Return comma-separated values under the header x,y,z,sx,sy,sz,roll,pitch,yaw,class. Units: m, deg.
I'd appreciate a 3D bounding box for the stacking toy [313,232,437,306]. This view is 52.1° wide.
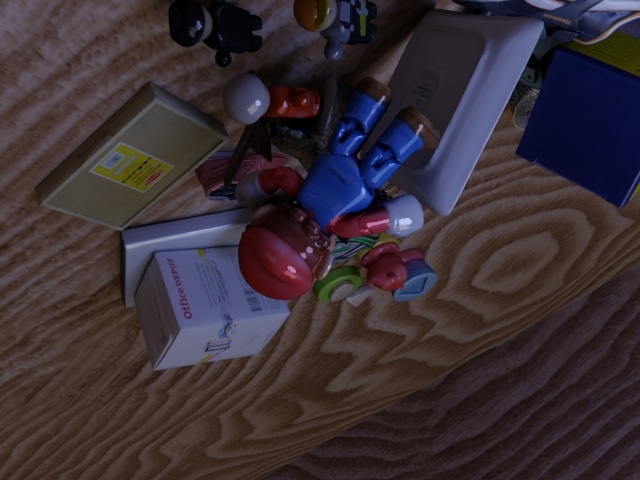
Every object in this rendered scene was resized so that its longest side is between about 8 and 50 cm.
x,y,z,sx,sy,sz,roll,pitch,yaw,class
0.153,0.126,1.714,0.279,0.130,0.309,-37,149,20,stacking toy

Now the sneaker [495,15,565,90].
x,y,z,sx,sy,sz,roll,pitch,yaw,class
0.327,-0.282,1.144,0.094,0.151,0.256,-16,152,-21,sneaker

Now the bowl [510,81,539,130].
x,y,z,sx,sy,sz,roll,pitch,yaw,class
0.430,-0.301,1.269,0.170,0.080,0.170,-19,152,-11,bowl

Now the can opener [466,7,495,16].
x,y,z,sx,sy,sz,roll,pitch,yaw,class
0.245,-0.349,1.061,0.073,0.059,0.186,3,141,-41,can opener

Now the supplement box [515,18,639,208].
x,y,z,sx,sy,sz,roll,pitch,yaw,class
0.520,-0.240,1.101,0.356,0.194,0.195,-33,147,-38,supplement box

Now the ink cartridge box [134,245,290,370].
x,y,z,sx,sy,sz,roll,pitch,yaw,class
-0.217,0.128,1.278,0.232,0.171,0.168,-3,145,-35,ink cartridge box

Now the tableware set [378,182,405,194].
x,y,z,sx,sy,sz,roll,pitch,yaw,class
0.184,-0.125,1.410,0.194,0.039,0.128,-10,148,-27,tableware set

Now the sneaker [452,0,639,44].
x,y,z,sx,sy,sz,roll,pitch,yaw,class
0.342,-0.349,0.946,0.321,0.126,0.127,1,135,17,sneaker

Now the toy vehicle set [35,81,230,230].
x,y,z,sx,sy,sz,roll,pitch,yaw,class
-0.295,-0.122,1.036,0.267,0.035,0.166,-36,150,19,toy vehicle set

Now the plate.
x,y,z,sx,sy,sz,roll,pitch,yaw,class
0.159,-0.204,0.946,0.045,0.277,0.278,18,103,-28,plate

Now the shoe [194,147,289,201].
x,y,z,sx,sy,sz,roll,pitch,yaw,class
-0.127,-0.115,1.134,0.178,0.081,0.063,-10,148,-26,shoe

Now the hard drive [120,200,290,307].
x,y,z,sx,sy,sz,roll,pitch,yaw,class
-0.224,0.028,1.334,0.353,0.047,0.233,-12,149,-24,hard drive

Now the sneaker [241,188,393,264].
x,y,z,sx,sy,sz,roll,pitch,yaw,class
0.000,0.000,1.279,0.343,0.134,0.146,-14,130,-33,sneaker

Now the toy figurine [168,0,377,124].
x,y,z,sx,sy,sz,roll,pitch,yaw,class
-0.061,-0.265,0.795,0.148,0.213,0.209,-11,152,-52,toy figurine

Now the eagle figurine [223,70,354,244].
x,y,z,sx,sy,sz,roll,pitch,yaw,class
-0.010,-0.152,1.066,0.298,0.225,0.226,26,109,-43,eagle figurine

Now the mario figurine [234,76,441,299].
x,y,z,sx,sy,sz,roll,pitch,yaw,class
0.012,-0.056,0.889,0.170,0.198,0.320,32,102,-41,mario figurine
